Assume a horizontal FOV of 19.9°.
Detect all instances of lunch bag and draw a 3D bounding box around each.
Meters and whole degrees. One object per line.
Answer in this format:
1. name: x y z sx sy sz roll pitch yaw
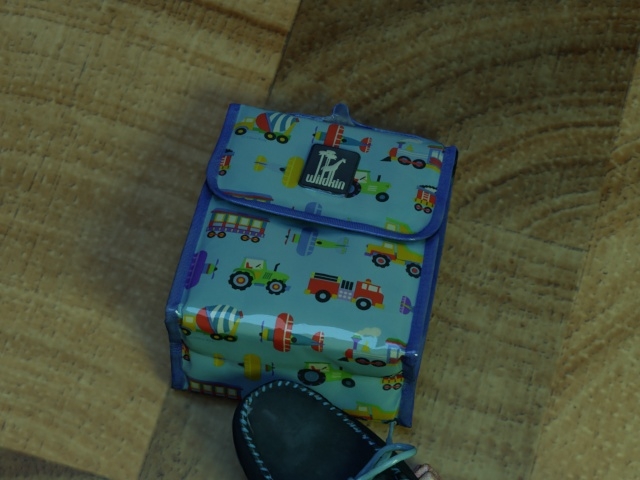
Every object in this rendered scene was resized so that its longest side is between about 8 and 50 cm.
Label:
1. lunch bag: 0.000 0.000 1.664 0.221 0.138 0.293 9 55 5

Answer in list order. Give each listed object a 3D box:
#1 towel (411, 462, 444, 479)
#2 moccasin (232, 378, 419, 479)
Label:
1. towel: 0.111 0.377 1.538 0.237 0.037 0.329 -40 73 -14
2. moccasin: 0.060 0.237 1.511 0.138 0.117 0.342 -42 74 -14
